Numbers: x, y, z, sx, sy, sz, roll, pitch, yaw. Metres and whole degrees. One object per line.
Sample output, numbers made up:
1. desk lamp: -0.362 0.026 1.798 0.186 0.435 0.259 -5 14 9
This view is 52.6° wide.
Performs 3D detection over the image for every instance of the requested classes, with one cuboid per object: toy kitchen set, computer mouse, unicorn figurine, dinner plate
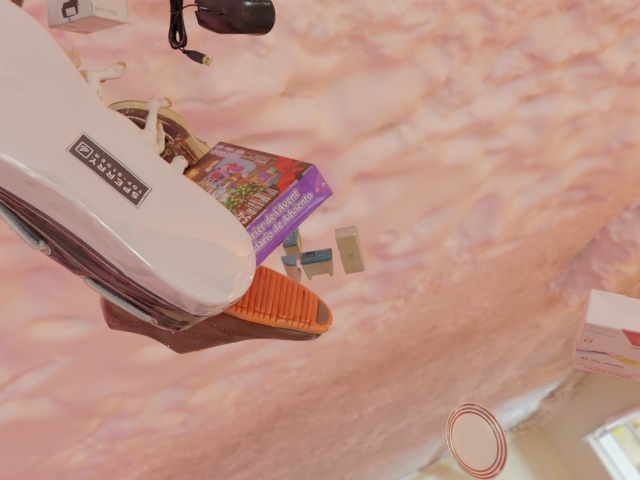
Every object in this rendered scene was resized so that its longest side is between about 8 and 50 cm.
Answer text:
1. toy kitchen set: 0.000 0.000 1.675 0.207 0.166 0.122 -10 127 8
2. computer mouse: -0.230 -0.462 1.405 0.060 0.262 0.184 -51 155 -56
3. unicorn figurine: -0.165 -0.093 0.552 0.162 0.111 0.060 22 134 -11
4. dinner plate: 0.283 0.367 1.184 0.141 0.141 0.017 -9 160 -33

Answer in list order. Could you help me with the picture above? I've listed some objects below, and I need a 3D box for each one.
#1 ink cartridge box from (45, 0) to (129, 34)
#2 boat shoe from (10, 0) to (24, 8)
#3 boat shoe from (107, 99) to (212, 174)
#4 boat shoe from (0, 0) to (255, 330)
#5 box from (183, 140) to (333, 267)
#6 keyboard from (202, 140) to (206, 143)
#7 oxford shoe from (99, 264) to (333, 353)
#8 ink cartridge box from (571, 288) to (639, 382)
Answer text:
1. ink cartridge box: -0.617 -0.606 1.721 0.175 0.072 0.127 -2 -174 30
2. boat shoe: -0.767 -0.489 1.438 0.110 0.341 0.122 29 160 -16
3. boat shoe: -0.339 -0.189 1.430 0.123 0.123 0.342 -8 159 19
4. boat shoe: -0.182 -0.048 0.435 0.301 0.108 0.102 41 134 -16
5. box: -0.140 -0.045 0.925 0.201 0.293 0.057 -46 123 -15
6. keyboard: -0.404 -0.274 1.764 0.180 0.023 0.108 16 103 -27
7. oxford shoe: -0.164 0.113 1.025 0.364 0.130 0.132 12 120 -1
8. ink cartridge box: 0.480 0.168 1.054 0.115 0.067 0.198 11 147 20
